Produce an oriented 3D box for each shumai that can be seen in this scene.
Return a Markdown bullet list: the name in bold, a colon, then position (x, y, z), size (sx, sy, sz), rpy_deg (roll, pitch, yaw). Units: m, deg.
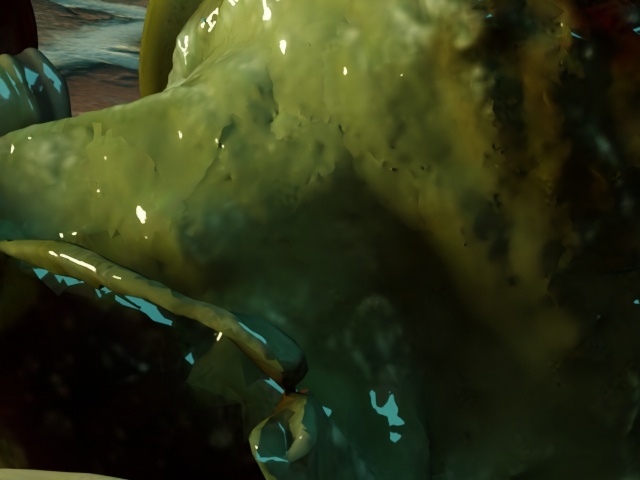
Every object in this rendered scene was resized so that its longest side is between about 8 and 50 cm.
- **shumai**: position (0.000, 0.000, 0.737), size (0.348, 0.395, 0.395), rpy_deg (-26, 32, -23)

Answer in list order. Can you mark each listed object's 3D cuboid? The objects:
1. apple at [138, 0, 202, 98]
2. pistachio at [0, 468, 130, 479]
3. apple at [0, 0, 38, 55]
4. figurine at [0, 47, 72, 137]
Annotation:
- **apple**: position (-0.018, -0.149, 1.317), size (0.279, 0.279, 0.279), rpy_deg (8, 17, -2)
- **pistachio**: position (-0.082, 0.148, 0.511), size (0.230, 0.157, 0.157), rpy_deg (14, 18, 27)
- **apple**: position (-0.288, -0.107, 1.077), size (0.234, 0.234, 0.234), rpy_deg (8, 17, -2)
- **figurine**: position (-0.306, -0.027, 0.794), size (0.381, 0.203, 0.248), rpy_deg (-1, -15, -11)
